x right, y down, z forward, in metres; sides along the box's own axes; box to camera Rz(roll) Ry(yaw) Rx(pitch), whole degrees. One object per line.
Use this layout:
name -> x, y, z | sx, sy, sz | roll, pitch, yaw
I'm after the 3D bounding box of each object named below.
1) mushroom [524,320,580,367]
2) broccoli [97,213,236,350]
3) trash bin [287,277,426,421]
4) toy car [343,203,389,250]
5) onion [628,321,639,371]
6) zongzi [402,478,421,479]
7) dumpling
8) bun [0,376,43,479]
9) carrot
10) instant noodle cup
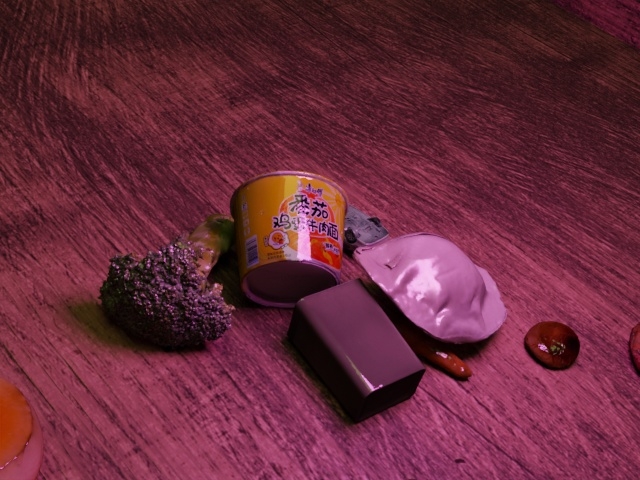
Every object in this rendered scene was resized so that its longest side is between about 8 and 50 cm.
mushroom -> 0.502, 0.220, 1.693 | 0.123, 0.052, 0.123 | 5, 40, -4
broccoli -> -0.250, 0.059, 1.580 | 0.252, 0.221, 0.361 | -2, 27, 41
trash bin -> 0.068, 0.213, 1.533 | 0.164, 0.122, 0.240 | -17, 52, -29
toy car -> 0.055, -0.039, 1.838 | 0.090, 0.076, 0.224 | -26, 46, -37
onion -> 0.762, 0.225, 1.688 | 0.184, 0.147, 0.184 | -1, 50, 2
zongzi -> 0.203, 0.481, 1.339 | 0.154, 0.062, 0.130 | 15, 60, -22
dumpling -> 0.241, 0.104, 1.641 | 0.341, 0.181, 0.260 | 35, 21, -45
bun -> -0.579, 0.337, 1.184 | 0.299, 0.164, 0.299 | 10, 26, -5
carrot -> 0.221, 0.222, 1.616 | 0.210, 0.061, 0.061 | 31, 44, 13
instant noodle cup -> -0.061, 0.008, 1.623 | 0.264, 0.264, 0.200 | 4, 57, -11
